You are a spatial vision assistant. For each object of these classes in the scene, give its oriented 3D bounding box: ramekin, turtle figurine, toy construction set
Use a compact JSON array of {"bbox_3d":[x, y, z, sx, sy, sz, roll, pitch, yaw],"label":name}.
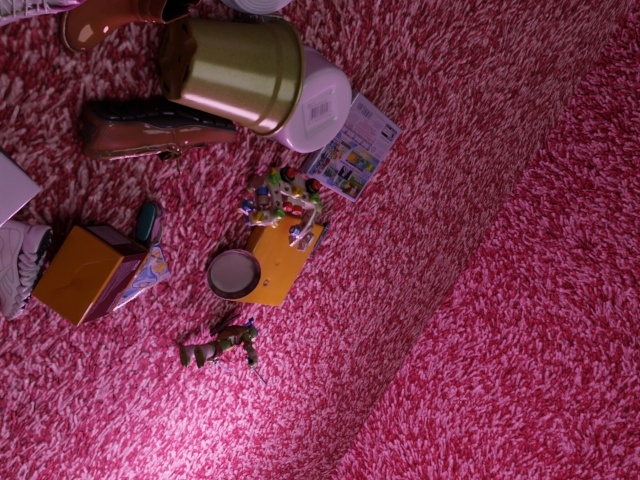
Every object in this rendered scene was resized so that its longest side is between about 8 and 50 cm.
[{"bbox_3d":[-0.043,-0.373,1.802,0.277,0.135,0.277,-32,142,-29],"label":"ramekin"},{"bbox_3d":[-0.306,0.389,2.146,0.266,0.198,0.274,-4,121,-44],"label":"turtle figurine"},{"bbox_3d":[-0.097,-0.094,1.945,0.328,0.151,0.214,33,56,-53],"label":"toy construction set"}]

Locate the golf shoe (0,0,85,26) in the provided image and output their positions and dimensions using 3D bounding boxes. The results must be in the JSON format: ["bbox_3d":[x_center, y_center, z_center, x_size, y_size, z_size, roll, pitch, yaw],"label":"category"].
[{"bbox_3d":[-0.511,-0.443,1.161,0.306,0.140,0.115,-37,145,-21],"label":"golf shoe"}]

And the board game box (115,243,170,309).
[{"bbox_3d":[-0.506,0.093,1.766,0.201,0.035,0.136,-35,143,-26],"label":"board game box"}]

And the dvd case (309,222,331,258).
[{"bbox_3d":[0.000,0.000,2.282,0.119,0.013,0.087,-60,178,15],"label":"dvd case"}]

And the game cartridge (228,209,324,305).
[{"bbox_3d":[-0.154,0.060,2.161,0.285,0.053,0.323,16,105,-55],"label":"game cartridge"}]

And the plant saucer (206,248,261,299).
[{"bbox_3d":[-0.264,0.100,2.020,0.169,0.029,0.168,-7,113,-16],"label":"plant saucer"}]

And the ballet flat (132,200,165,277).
[{"bbox_3d":[-0.446,0.009,1.699,0.079,0.077,0.221,25,83,-60],"label":"ballet flat"}]

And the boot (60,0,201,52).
[{"bbox_3d":[-0.354,-0.444,1.274,0.283,0.220,0.109,-47,147,-9],"label":"boot"}]

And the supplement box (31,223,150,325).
[{"bbox_3d":[-0.532,0.075,1.561,0.191,0.129,0.194,-56,177,5],"label":"supplement box"}]

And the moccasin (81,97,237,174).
[{"bbox_3d":[-0.362,-0.241,1.537,0.380,0.139,0.147,-17,140,-45],"label":"moccasin"}]

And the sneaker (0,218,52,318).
[{"bbox_3d":[-0.681,0.059,1.473,0.118,0.110,0.292,22,127,-12],"label":"sneaker"}]

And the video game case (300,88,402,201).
[{"bbox_3d":[0.108,-0.296,2.153,0.299,0.036,0.329,-57,148,6],"label":"video game case"}]

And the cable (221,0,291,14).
[{"bbox_3d":[-0.130,-0.634,1.490,0.257,0.089,0.257,9,114,-54],"label":"cable"}]

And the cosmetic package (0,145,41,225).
[{"bbox_3d":[-0.676,-0.104,1.198,0.224,0.225,0.138,-45,149,-11],"label":"cosmetic package"}]

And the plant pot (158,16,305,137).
[{"bbox_3d":[-0.216,-0.385,1.496,0.254,0.276,0.276,1,120,-37],"label":"plant pot"}]

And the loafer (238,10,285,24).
[{"bbox_3d":[-0.140,-0.536,1.616,0.125,0.039,0.045,-25,139,-36],"label":"loafer"}]
